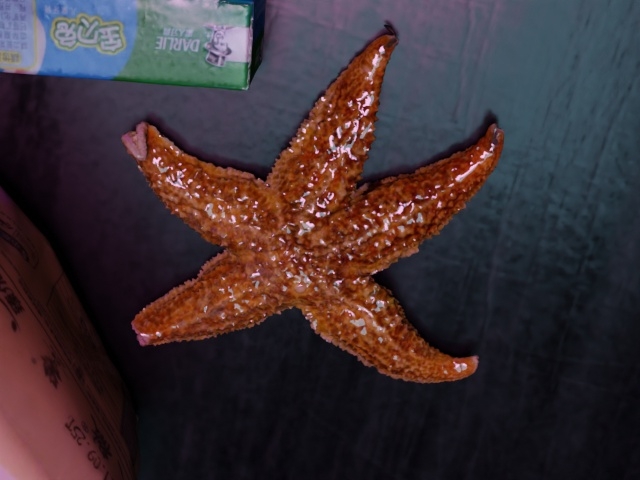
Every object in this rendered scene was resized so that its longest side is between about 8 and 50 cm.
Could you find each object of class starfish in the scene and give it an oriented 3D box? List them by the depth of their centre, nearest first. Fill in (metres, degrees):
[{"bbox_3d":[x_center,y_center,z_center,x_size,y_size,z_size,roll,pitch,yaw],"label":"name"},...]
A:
[{"bbox_3d":[0.000,0.000,0.655,0.240,0.043,0.227,40,108,-13],"label":"starfish"}]

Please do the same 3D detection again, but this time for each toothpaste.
[{"bbox_3d":[-0.164,-0.118,0.608,0.267,0.065,0.050,5,109,1],"label":"toothpaste"}]

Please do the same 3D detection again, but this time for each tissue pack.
[{"bbox_3d":[-0.191,0.051,0.597,0.123,0.215,0.256,-35,105,3],"label":"tissue pack"}]
